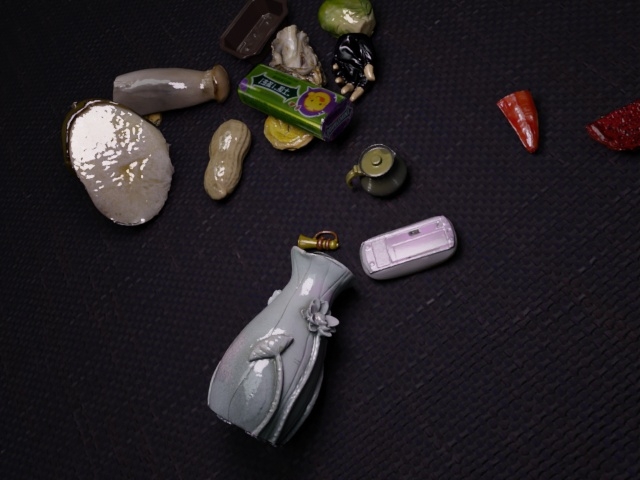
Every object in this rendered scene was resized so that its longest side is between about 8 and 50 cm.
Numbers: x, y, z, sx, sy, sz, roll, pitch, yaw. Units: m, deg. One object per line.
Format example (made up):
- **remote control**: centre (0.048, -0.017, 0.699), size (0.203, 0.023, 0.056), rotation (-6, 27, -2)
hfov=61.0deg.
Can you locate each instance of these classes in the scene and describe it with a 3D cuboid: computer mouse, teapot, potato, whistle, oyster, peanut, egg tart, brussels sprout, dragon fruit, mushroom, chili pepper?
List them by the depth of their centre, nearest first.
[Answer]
- **dragon fruit**: centre (0.711, -0.252, 1.279), size (0.162, 0.083, 0.107), rotation (-26, 74, -1)
- **computer mouse**: centre (0.219, 0.019, 1.359), size (0.245, 0.056, 0.126), rotation (-20, 62, 13)
- **chili pepper**: centre (0.517, -0.295, 1.379), size (0.088, 0.065, 0.169), rotation (-18, 67, 14)
- **teapot**: centre (0.144, -0.180, 1.437), size (0.165, 0.119, 0.131), rotation (-16, 63, 15)
- **whistle**: centre (-0.001, 0.004, 1.469), size (0.109, 0.057, 0.046), rotation (0, 113, 12)
- **egg tart**: centre (-0.077, -0.340, 1.616), size (0.191, 0.074, 0.192), rotation (-8, 64, 18)
- **peanut**: centre (-0.286, -0.241, 1.636), size (0.123, 0.123, 0.257), rotation (9, 76, 24)
- **brussels sprout**: centre (0.085, -0.688, 1.663), size (0.180, 0.161, 0.144), rotation (32, 119, 15)
- **oyster**: centre (-0.064, -0.544, 1.680), size (0.166, 0.110, 0.341), rotation (-33, 56, -9)
- **potato**: centre (-0.652, -0.262, 1.729), size (0.289, 0.397, 0.296), rotation (-38, 22, -19)
- **mushroom**: centre (-0.497, -0.491, 1.755), size (0.406, 0.154, 0.138), rotation (-10, 53, 2)

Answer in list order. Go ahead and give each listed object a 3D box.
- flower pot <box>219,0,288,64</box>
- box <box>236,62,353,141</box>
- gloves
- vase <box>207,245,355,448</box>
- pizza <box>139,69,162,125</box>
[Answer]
- **flower pot**: centre (-0.207, -0.693, 1.813), size (0.178, 0.084, 0.251), rotation (32, 83, 28)
- **box**: centre (-0.080, -0.396, 1.550), size (0.345, 0.097, 0.134), rotation (30, 70, 30)
- **gloves**: centre (0.097, -0.504, 1.599), size (0.164, 0.124, 0.204), rotation (4, 89, 42)
- **vase**: centre (-0.081, 0.235, 1.292), size (0.249, 0.250, 0.446), rotation (19, 72, 27)
- **pizza**: centre (-0.686, -0.440, 1.891), size (0.287, 0.075, 0.280), rotation (-37, 60, 1)
